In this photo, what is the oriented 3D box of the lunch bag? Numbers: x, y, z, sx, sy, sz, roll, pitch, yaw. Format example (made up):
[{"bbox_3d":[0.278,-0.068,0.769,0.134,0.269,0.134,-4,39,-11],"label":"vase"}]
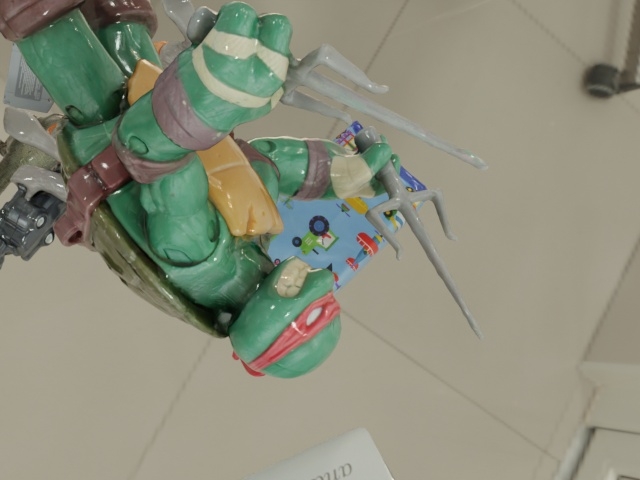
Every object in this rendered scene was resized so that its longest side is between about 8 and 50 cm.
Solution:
[{"bbox_3d":[0.000,0.000,1.504,0.138,0.293,0.221,44,78,4],"label":"lunch bag"}]

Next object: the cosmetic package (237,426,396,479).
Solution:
[{"bbox_3d":[-0.030,0.261,0.488,0.217,0.385,0.156,-22,54,-11],"label":"cosmetic package"}]

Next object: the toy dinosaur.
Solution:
[{"bbox_3d":[-0.404,-0.136,1.654,0.313,0.160,0.121,-23,94,-41],"label":"toy dinosaur"}]

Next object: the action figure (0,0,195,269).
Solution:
[{"bbox_3d":[-0.218,-0.057,1.150,0.178,0.330,0.341,33,72,9],"label":"action figure"}]

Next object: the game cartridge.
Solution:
[{"bbox_3d":[-0.298,-0.174,1.188,0.056,0.017,0.083,12,123,-13],"label":"game cartridge"}]

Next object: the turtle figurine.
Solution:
[{"bbox_3d":[-0.041,-0.037,0.387,0.118,0.175,0.234,-40,84,0],"label":"turtle figurine"}]
